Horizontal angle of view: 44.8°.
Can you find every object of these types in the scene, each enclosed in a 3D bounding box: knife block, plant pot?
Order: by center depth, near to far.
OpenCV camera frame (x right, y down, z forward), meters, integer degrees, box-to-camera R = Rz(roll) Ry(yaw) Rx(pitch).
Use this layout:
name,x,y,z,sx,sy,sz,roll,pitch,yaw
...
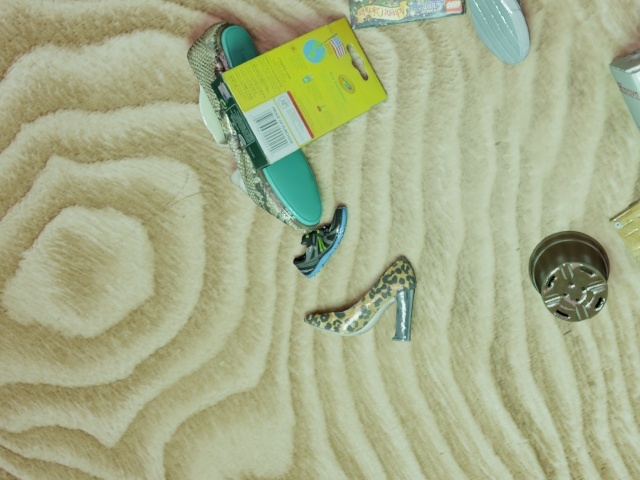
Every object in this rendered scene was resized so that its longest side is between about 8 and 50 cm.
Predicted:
name,x,y,z,sx,sy,sz,roll,pitch,yaw
knife block,0.727,0.071,1.585,0.088,0.242,0.275,-36,49,19
plant pot,0.513,0.081,1.585,0.167,0.165,0.166,4,106,12

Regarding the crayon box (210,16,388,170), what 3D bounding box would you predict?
name,x,y,z,sx,sy,sz,roll,pitch,yaw
crayon box,-0.038,-0.303,1.592,0.319,0.081,0.202,-31,97,-24

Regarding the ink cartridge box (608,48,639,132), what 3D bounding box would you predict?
name,x,y,z,sx,sy,sz,roll,pitch,yaw
ink cartridge box,0.696,-0.176,1.405,0.166,0.285,0.394,-27,98,17

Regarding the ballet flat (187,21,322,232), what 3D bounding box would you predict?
name,x,y,z,sx,sy,sz,roll,pitch,yaw
ballet flat,-0.154,-0.226,1.685,0.182,0.164,0.482,-21,94,40

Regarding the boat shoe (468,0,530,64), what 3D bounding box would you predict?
name,x,y,z,sx,sy,sz,roll,pitch,yaw
boat shoe,0.338,-0.488,1.499,0.109,0.094,0.302,6,134,55

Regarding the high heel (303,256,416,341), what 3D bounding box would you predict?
name,x,y,z,sx,sy,sz,roll,pitch,yaw
high heel,0.089,0.124,1.758,0.261,0.093,0.186,3,88,21

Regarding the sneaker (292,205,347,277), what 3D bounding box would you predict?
name,x,y,z,sx,sy,sz,roll,pitch,yaw
sneaker,0.000,0.000,1.738,0.078,0.067,0.188,33,113,-4

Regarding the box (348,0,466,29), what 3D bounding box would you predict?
name,x,y,z,sx,sy,sz,roll,pitch,yaw
box,0.169,-0.521,1.565,0.233,0.044,0.159,-4,104,15
